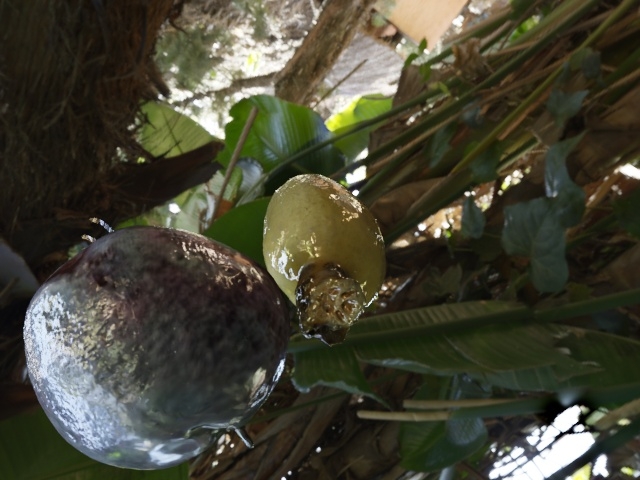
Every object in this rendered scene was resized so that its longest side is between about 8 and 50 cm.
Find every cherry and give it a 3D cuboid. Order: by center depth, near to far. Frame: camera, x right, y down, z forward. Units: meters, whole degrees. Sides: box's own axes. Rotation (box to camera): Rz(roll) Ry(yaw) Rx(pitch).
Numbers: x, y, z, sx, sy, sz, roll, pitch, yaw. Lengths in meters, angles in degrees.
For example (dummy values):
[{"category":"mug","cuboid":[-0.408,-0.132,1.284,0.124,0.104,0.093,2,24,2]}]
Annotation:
[{"category":"cherry","cuboid":[-0.124,0.076,0.380,0.195,0.195,0.195,33,-159,-15]}]

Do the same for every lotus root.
[{"category":"lotus root","cuboid":[0.003,0.001,0.571,0.146,0.131,0.303,49,-172,-22]}]

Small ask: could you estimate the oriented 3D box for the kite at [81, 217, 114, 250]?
[{"category":"kite","cuboid":[-0.331,0.019,0.780,0.229,0.127,0.016,27,-173,40]}]
